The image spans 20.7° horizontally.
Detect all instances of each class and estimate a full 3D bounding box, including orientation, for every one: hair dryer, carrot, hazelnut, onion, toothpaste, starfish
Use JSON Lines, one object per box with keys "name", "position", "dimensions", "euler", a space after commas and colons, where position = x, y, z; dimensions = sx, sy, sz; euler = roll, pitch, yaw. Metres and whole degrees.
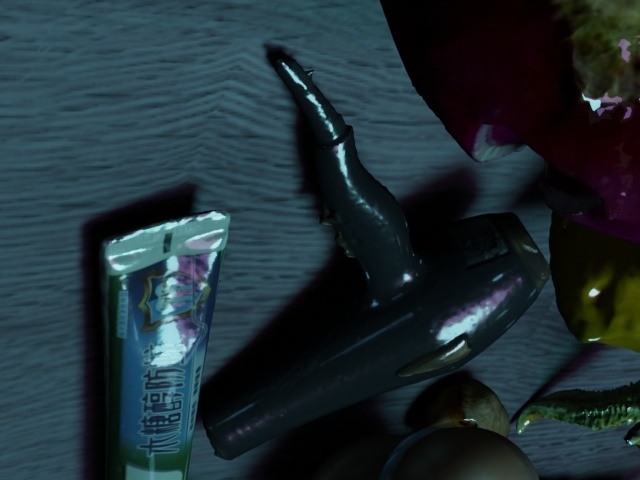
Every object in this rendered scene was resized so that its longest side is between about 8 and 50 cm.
{"name": "hair dryer", "position": [0.000, 0.000, 1.315], "dimensions": [0.304, 0.120, 0.359], "euler": [-27, 133, 0]}
{"name": "carrot", "position": [0.361, -0.038, 1.478], "dimensions": [0.341, 0.241, 0.241], "euler": [-9, 132, -46]}
{"name": "hazelnut", "position": [0.131, 0.169, 1.604], "dimensions": [0.086, 0.086, 0.086], "euler": [-26, 141, -23]}
{"name": "onion", "position": [0.223, -0.192, 1.134], "dimensions": [0.398, 0.398, 0.420], "euler": [-46, 176, 3]}
{"name": "toothpaste", "position": [-0.127, 0.137, 1.325], "dimensions": [0.099, 0.061, 0.392], "euler": [-14, 135, -26]}
{"name": "starfish", "position": [0.377, 0.120, 1.642], "dimensions": [0.358, 0.078, 0.347], "euler": [-26, -179, -10]}

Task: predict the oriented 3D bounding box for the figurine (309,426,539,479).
{"name": "figurine", "position": [0.011, 0.313, 1.483], "dimensions": [0.388, 0.248, 0.276], "euler": [-42, 142, -11]}
